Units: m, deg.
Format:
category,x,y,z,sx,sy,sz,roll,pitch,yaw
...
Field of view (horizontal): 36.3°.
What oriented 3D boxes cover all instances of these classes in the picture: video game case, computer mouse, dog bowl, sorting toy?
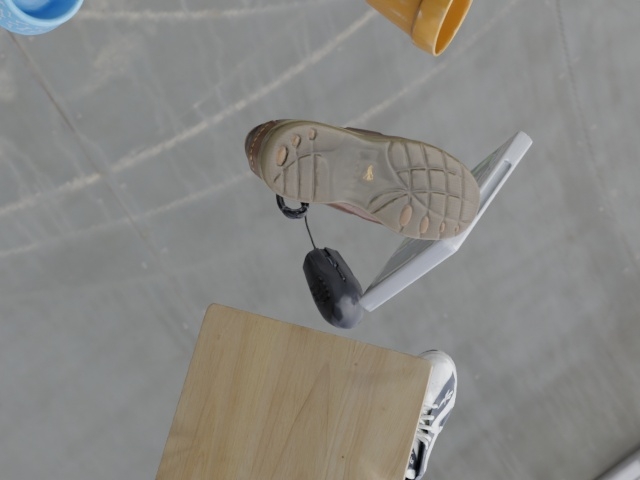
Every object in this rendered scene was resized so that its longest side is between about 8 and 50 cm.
category,x,y,z,sx,sy,sz,roll,pitch,yaw
video game case,0.128,-0.018,1.030,0.173,0.022,0.190,-50,-177,-32
computer mouse,0.000,0.000,1.255,0.071,0.242,0.041,-10,160,-35
dog bowl,-0.422,-0.461,1.484,0.166,0.074,0.297,6,98,-39
sorting toy,-0.031,0.228,1.073,0.089,0.255,0.257,62,43,-76

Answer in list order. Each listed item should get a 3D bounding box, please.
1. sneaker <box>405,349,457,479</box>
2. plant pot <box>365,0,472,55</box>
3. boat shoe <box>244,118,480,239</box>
category,x,y,z,sx,sy,sz,roll,pitch,yaw
sneaker,0.138,0.289,1.475,0.235,0.094,0.153,-61,179,16
plant pot,0.203,-0.516,2.032,0.205,0.188,0.205,-57,167,-20
boat shoe,0.030,-0.047,0.660,0.178,0.060,0.064,14,101,-30
